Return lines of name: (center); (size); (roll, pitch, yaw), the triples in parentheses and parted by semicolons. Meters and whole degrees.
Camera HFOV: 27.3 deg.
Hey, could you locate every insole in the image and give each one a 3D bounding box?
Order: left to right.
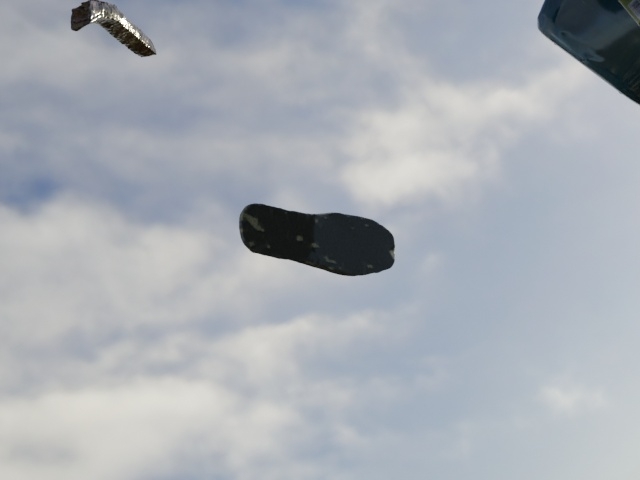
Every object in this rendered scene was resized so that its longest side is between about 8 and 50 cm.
insole: (0.000, 0.000, 1.610); (0.248, 0.081, 0.011); (10, -20, -39)

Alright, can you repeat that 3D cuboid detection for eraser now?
eraser: (0.284, -0.210, 1.182); (0.038, 0.083, 0.019); (28, -65, -32)

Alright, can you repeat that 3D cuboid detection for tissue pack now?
tissue pack: (0.374, -0.258, 1.440); (0.206, 0.198, 0.287); (-55, -21, 13)

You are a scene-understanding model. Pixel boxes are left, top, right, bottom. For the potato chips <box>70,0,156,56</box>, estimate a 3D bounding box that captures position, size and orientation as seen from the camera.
potato chips: (-0.208, -0.214, 1.335); (0.026, 0.037, 0.204); (-15, -3, 10)
